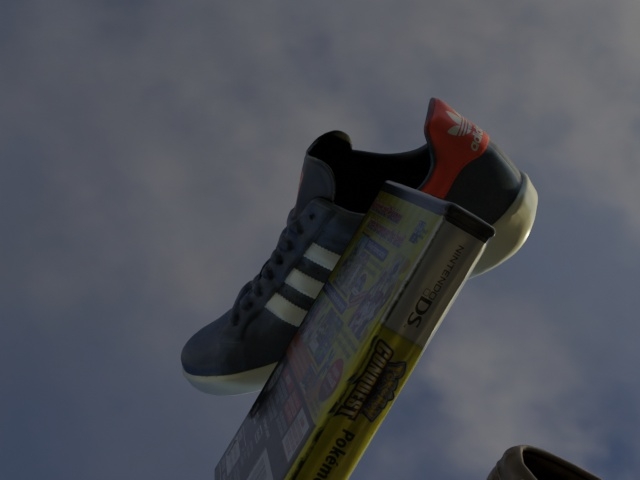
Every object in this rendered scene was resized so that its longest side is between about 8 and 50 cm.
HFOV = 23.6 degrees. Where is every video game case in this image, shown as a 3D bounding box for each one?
[{"bbox_3d":[0.010,0.081,0.978,0.035,0.275,0.248,30,-88,-7],"label":"video game case"}]

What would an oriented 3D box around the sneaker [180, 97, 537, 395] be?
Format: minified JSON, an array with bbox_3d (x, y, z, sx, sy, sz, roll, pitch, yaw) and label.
[{"bbox_3d":[0.000,0.000,1.269,0.350,0.131,0.148,-31,-68,21],"label":"sneaker"}]

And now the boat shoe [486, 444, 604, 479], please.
[{"bbox_3d":[0.271,0.266,1.189,0.324,0.116,0.097,26,-61,10],"label":"boat shoe"}]
